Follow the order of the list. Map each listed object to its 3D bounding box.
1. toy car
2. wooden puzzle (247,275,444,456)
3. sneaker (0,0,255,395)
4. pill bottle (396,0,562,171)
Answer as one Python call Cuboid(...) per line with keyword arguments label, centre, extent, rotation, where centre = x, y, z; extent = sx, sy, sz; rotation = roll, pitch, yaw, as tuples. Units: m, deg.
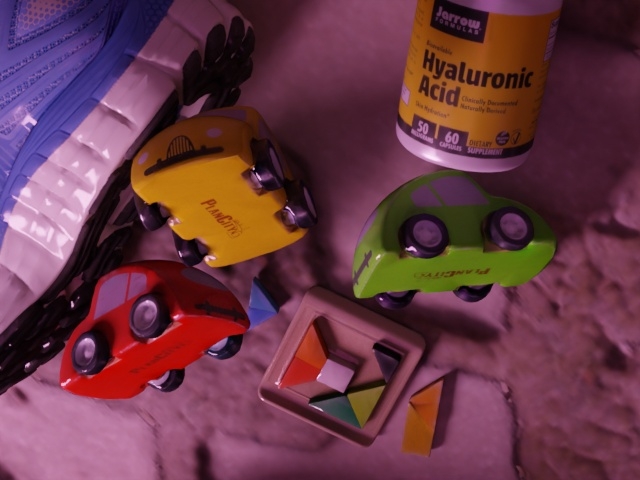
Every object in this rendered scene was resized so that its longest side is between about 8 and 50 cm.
Cuboid(label="toy car", centre=(0.000, 0.000, 0.847), extent=(0.225, 0.053, 0.239), rotation=(-4, 153, -19))
Cuboid(label="wooden puzzle", centre=(0.011, 0.067, 0.931), extent=(0.116, 0.014, 0.079), rotation=(20, 116, 2))
Cuboid(label="sneaker", centre=(-0.170, -0.023, 0.880), extent=(0.147, 0.130, 0.330), rotation=(43, 116, 9))
Cuboid(label="pill bottle", centre=(0.074, -0.095, 0.818), extent=(0.065, 0.065, 0.116), rotation=(11, 115, 5))
